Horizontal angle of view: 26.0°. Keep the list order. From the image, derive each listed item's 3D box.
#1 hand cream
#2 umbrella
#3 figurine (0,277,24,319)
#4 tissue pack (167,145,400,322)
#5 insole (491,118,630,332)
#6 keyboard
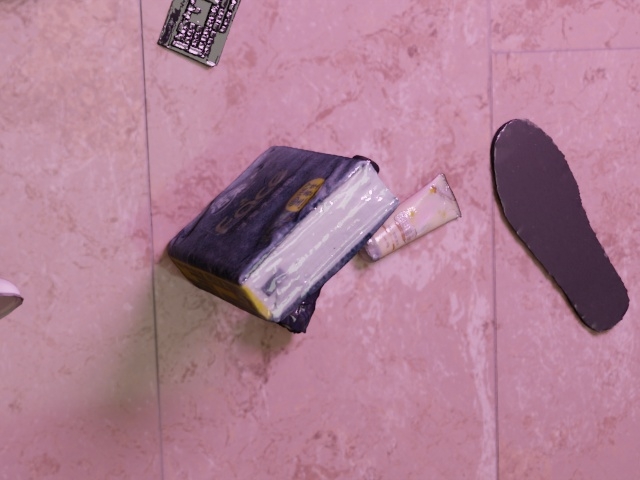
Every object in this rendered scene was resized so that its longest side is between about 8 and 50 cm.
[{"bbox_3d":[0.106,-0.020,1.663,0.143,0.039,0.061,-32,104,-19],"label":"hand cream"},{"bbox_3d":[-0.002,-0.001,1.610,0.071,0.080,0.224,27,82,13],"label":"umbrella"},{"bbox_3d":[-0.442,0.039,1.422,0.250,0.166,0.141,-19,79,-5],"label":"figurine"},{"bbox_3d":[-0.046,-0.011,1.486,0.185,0.257,0.081,-43,110,-12],"label":"tissue pack"},{"bbox_3d":[0.303,-0.016,1.748,0.110,0.012,0.309,-40,108,-13],"label":"insole"},{"bbox_3d":[-0.116,-0.298,1.556,0.074,0.015,0.196,21,88,-21],"label":"keyboard"}]
